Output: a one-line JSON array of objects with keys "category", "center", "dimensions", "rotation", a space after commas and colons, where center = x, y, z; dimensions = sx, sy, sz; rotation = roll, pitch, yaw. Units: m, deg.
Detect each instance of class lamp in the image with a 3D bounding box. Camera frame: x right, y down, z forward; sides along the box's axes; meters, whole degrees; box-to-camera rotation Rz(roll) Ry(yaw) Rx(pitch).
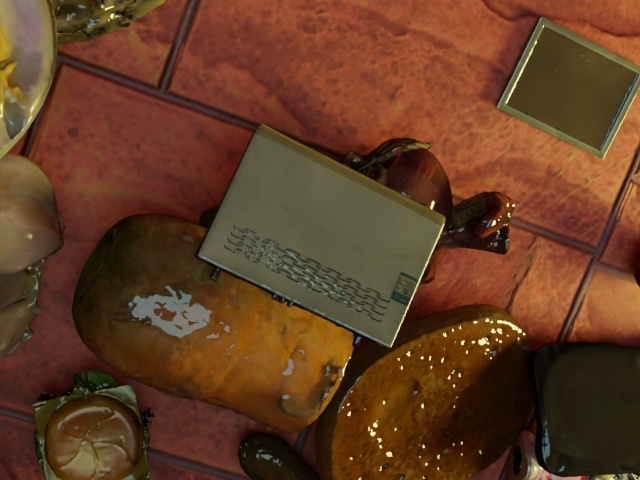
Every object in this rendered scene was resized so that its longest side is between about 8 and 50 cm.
[{"category": "lamp", "center": [0.128, -0.056, 1.623], "dimensions": [0.215, 0.151, 0.223], "rotation": [-24, 139, 36]}]

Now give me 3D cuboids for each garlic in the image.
[{"category": "garlic", "center": [-0.451, 0.013, 1.521], "dimensions": [0.185, 0.203, 0.281], "rotation": [41, 113, 24]}]

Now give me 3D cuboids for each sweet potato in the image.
[{"category": "sweet potato", "center": [-0.036, 0.362, 1.738], "dimensions": [0.081, 0.062, 0.233], "rotation": [-30, 110, 14]}]

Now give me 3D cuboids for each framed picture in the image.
[{"category": "framed picture", "center": [0.356, -0.215, 1.698], "dimensions": [0.183, 0.011, 0.142], "rotation": [23, 98, -14]}]

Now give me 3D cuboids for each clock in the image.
[{"category": "clock", "center": [0.377, 0.378, 1.794], "dimensions": [0.195, 0.100, 0.194], "rotation": [3, 106, -8]}]

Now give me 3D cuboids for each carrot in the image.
[{"category": "carrot", "center": [-0.147, 0.107, 1.581], "dimensions": [0.341, 0.224, 0.224], "rotation": [27, 97, -20]}]

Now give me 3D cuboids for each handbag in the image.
[{"category": "handbag", "center": [0.447, 0.242, 1.742], "dimensions": [0.332, 0.075, 0.191], "rotation": [2, 76, -24]}]

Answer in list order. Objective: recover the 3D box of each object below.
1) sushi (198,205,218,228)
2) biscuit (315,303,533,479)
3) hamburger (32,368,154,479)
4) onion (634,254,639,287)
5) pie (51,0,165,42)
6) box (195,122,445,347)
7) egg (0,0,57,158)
[{"category": "sushi", "center": [-0.117, -0.026, 1.640], "dimensions": [0.120, 0.052, 0.055], "rotation": [-15, 90, -8]}, {"category": "biscuit", "center": [0.151, 0.251, 1.689], "dimensions": [0.367, 0.063, 0.314], "rotation": [-16, 118, -29]}, {"category": "hamburger", "center": [-0.314, 0.266, 1.649], "dimensions": [0.164, 0.093, 0.189], "rotation": [2, 104, -12]}, {"category": "onion", "center": [0.505, 0.036, 1.742], "dimensions": [0.107, 0.097, 0.107], "rotation": [-23, 142, -19]}, {"category": "pie", "center": [-0.318, -0.407, 1.506], "dimensions": [0.339, 0.077, 0.339], "rotation": [-1, 106, -3]}, {"category": "box", "center": [0.000, 0.000, 1.494], "dimensions": [0.270, 0.045, 0.211], "rotation": [25, 81, -9]}, {"category": "egg", "center": [-0.525, -0.210, 1.391], "dimensions": [0.354, 0.340, 0.354], "rotation": [6, 80, -35]}]
